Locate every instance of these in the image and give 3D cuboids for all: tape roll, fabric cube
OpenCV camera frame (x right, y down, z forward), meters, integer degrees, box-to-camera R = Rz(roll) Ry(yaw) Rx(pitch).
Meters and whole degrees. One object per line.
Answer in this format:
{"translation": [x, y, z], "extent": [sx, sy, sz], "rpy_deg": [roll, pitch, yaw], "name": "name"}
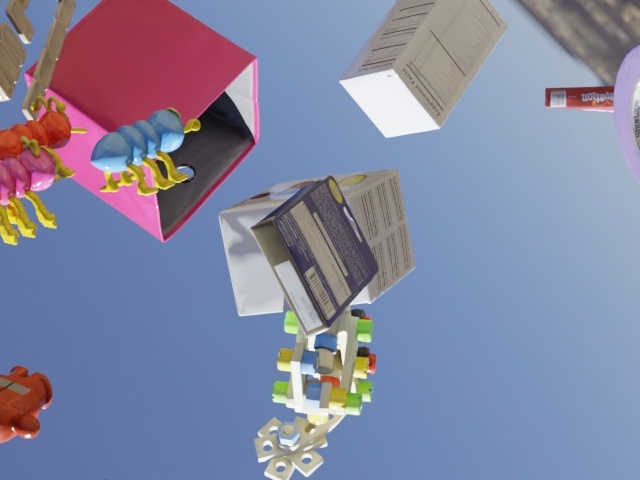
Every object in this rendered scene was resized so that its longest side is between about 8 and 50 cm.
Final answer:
{"translation": [0.388, -0.124, 1.611], "extent": [0.189, 0.080, 0.189], "rpy_deg": [47, 146, 46], "name": "tape roll"}
{"translation": [-0.274, -0.204, 2.479], "extent": [0.258, 0.254, 0.259], "rpy_deg": [33, 155, 16], "name": "fabric cube"}

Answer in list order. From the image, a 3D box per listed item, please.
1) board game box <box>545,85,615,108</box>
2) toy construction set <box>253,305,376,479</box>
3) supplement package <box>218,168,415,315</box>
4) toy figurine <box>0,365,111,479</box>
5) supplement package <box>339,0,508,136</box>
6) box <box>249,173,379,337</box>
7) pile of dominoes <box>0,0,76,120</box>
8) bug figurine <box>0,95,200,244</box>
{"translation": [0.415, -0.164, 1.864], "extent": [0.281, 0.027, 0.145], "rpy_deg": [-1, -175, -38], "name": "board game box"}
{"translation": [0.003, 0.207, 2.177], "extent": [0.151, 0.327, 0.215], "rpy_deg": [13, -124, -2], "name": "toy construction set"}
{"translation": [0.000, 0.000, 2.136], "extent": [0.203, 0.194, 0.149], "rpy_deg": [-32, -66, -66], "name": "supplement package"}
{"translation": [-0.311, 0.246, 1.459], "extent": [0.213, 0.209, 0.148], "rpy_deg": [56, -145, -2], "name": "toy figurine"}
{"translation": [0.167, -0.303, 2.538], "extent": [0.134, 0.244, 0.139], "rpy_deg": [-5, 133, 51], "name": "supplement package"}
{"translation": [-0.002, 0.012, 1.788], "extent": [0.136, 0.037, 0.225], "rpy_deg": [63, -157, -6], "name": "box"}
{"translation": [-0.399, -0.289, 2.010], "extent": [0.196, 0.040, 0.251], "rpy_deg": [61, -152, -43], "name": "pile of dominoes"}
{"translation": [-0.246, -0.067, 1.362], "extent": [0.279, 0.216, 0.072], "rpy_deg": [5, 117, 50], "name": "bug figurine"}
